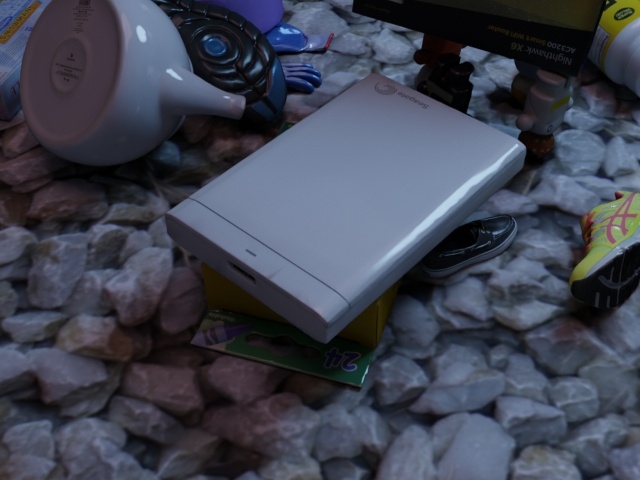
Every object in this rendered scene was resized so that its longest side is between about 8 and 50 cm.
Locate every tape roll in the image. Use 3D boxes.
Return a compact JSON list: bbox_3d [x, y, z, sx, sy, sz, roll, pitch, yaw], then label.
[{"bbox_3d":[-0.156,-0.382,1.418,0.189,0.080,0.189,-6,39,5],"label":"tape roll"}]

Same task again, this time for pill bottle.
[{"bbox_3d":[0.446,-0.302,1.321,0.119,0.119,0.208,-15,47,-14],"label":"pill bottle"}]

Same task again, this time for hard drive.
[{"bbox_3d":[0.036,-0.057,1.013,0.233,0.047,0.353,32,52,28],"label":"hard drive"}]

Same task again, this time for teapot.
[{"bbox_3d":[-0.262,-0.209,1.195,0.187,0.253,0.256,9,50,-53],"label":"teapot"}]

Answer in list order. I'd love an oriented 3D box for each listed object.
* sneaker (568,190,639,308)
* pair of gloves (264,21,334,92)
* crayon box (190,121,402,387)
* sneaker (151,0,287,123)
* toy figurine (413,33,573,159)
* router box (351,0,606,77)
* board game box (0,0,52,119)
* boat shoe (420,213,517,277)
[{"bbox_3d":[0.336,0.005,1.050,0.094,0.081,0.208,26,44,34],"label":"sneaker"},{"bbox_3d":[-0.067,-0.282,1.376,0.159,0.023,0.198,7,44,8],"label":"pair of gloves"},{"bbox_3d":[0.000,0.000,1.048,0.203,0.083,0.322,12,47,13],"label":"crayon box"},{"bbox_3d":[-0.186,-0.277,1.310,0.341,0.139,0.125,43,54,12],"label":"sneaker"},{"bbox_3d":[0.229,-0.206,1.218,0.210,0.148,0.213,5,43,-3],"label":"toy figurine"},{"bbox_3d":[0.204,-0.359,1.091,0.309,0.242,0.081,19,44,14],"label":"router box"},{"bbox_3d":[-0.545,-0.328,1.399,0.318,0.065,0.318,13,47,13],"label":"board game box"},{"bbox_3d":[0.181,0.000,1.075,0.142,0.040,0.049,-27,50,-24],"label":"boat shoe"}]
